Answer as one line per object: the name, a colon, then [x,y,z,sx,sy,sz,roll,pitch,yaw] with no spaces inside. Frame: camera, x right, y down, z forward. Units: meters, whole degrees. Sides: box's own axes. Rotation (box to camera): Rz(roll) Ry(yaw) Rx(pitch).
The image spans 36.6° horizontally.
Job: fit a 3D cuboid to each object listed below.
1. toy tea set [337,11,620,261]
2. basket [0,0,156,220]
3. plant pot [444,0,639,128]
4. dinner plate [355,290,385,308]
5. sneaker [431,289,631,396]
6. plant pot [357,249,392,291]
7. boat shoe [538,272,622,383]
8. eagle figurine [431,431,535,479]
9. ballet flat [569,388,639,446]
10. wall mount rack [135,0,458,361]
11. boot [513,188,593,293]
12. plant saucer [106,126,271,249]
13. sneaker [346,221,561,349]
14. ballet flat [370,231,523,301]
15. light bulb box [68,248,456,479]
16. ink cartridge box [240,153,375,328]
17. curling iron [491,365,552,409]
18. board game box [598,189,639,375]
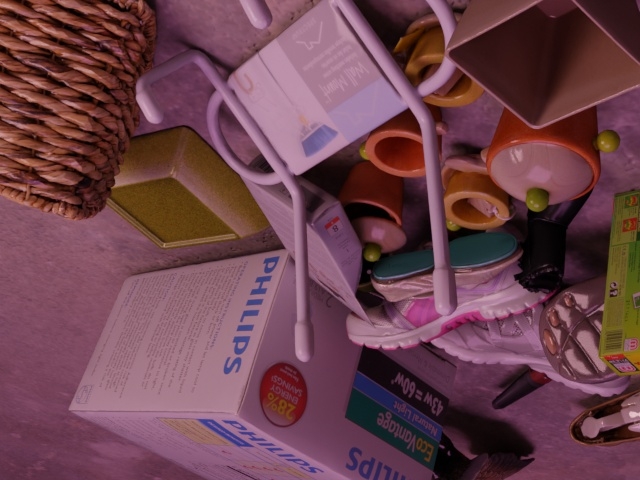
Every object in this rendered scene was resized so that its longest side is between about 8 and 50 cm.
toy tea set: [0.121,-0.054,0.905,0.200,0.124,0.336,18,151,-7]
basket: [-0.321,-0.170,0.942,0.299,0.223,0.213,18,-176,-5]
plant pot: [0.173,-0.165,0.717,0.109,0.096,0.109,33,146,-29]
dinner plate: [0.046,0.091,1.307,0.141,0.017,0.141,12,151,7]
sneaker: [0.242,0.088,1.165,0.281,0.105,0.115,14,118,10]
plant pot: [0.050,0.026,1.141,0.083,0.083,0.079,6,163,16]
boat shoe: [0.400,0.050,0.983,0.355,0.132,0.130,-19,168,31]
eagle figurine: [0.215,0.388,1.589,0.226,0.225,0.298,-18,127,30]
ballet flat: [0.428,0.247,1.330,0.073,0.080,0.232,-3,158,-24]
wall mount rack: [-0.007,-0.068,0.839,0.304,0.130,0.350,55,143,-7]
boot: [0.233,-0.009,0.960,0.045,0.099,0.121,17,151,-7]
plant saucer: [-0.174,-0.047,1.138,0.188,0.045,0.188,-7,145,34]
sneaker: [0.136,0.049,1.090,0.252,0.111,0.103,-21,176,25]
ballet flat: [0.135,0.030,1.008,0.168,0.057,0.052,-10,131,26]
light bulb box: [-0.074,0.204,1.321,0.361,0.225,0.358,-9,144,44]
ink cartridge box: [0.000,0.000,1.047,0.145,0.045,0.179,36,165,46]
curling iron: [0.290,0.176,1.326,0.068,0.035,0.274,19,150,0]
board game box: [0.320,0.033,0.907,0.092,0.181,0.043,-14,141,41]
